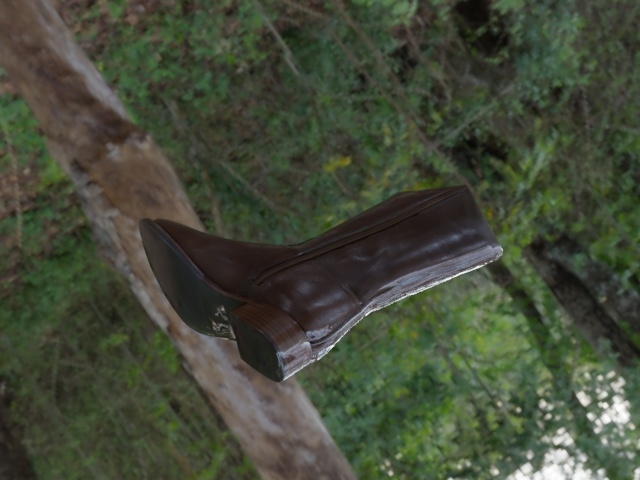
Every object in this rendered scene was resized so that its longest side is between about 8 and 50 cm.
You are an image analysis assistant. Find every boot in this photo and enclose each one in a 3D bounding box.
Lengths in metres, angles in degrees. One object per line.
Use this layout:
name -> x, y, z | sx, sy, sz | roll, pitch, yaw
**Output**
boot -> 0.000, 0.000, 0.375 | 0.114, 0.106, 0.037 | -30, 136, -29
